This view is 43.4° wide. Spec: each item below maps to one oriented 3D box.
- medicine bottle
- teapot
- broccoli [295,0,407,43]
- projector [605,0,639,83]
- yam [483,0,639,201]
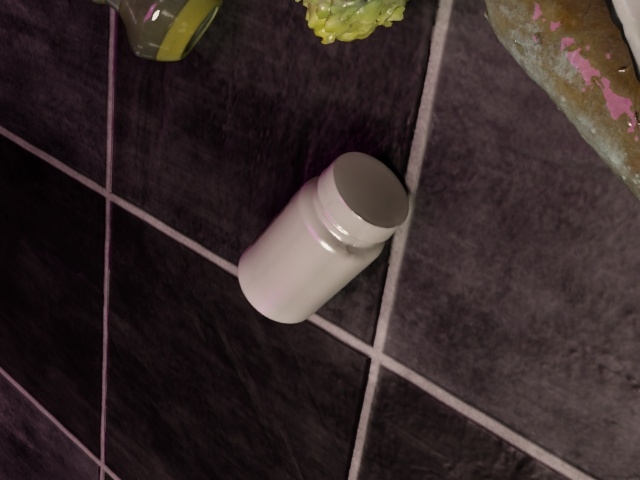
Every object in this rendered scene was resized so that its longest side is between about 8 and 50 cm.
[{"bbox_3d":[0.000,0.000,0.814,0.103,0.102,0.187,57,133,13],"label":"medicine bottle"},{"bbox_3d":[-0.181,-0.262,0.887,0.119,0.130,0.165,37,164,-8],"label":"teapot"},{"bbox_3d":[-0.020,-0.316,0.659,0.294,0.347,0.281,-67,11,-11],"label":"broccoli"},{"bbox_3d":[0.352,-0.098,0.297,0.405,0.242,0.395,-22,93,34],"label":"projector"},{"bbox_3d":[0.225,-0.102,0.576,0.259,0.093,0.093,55,133,17],"label":"yam"}]
